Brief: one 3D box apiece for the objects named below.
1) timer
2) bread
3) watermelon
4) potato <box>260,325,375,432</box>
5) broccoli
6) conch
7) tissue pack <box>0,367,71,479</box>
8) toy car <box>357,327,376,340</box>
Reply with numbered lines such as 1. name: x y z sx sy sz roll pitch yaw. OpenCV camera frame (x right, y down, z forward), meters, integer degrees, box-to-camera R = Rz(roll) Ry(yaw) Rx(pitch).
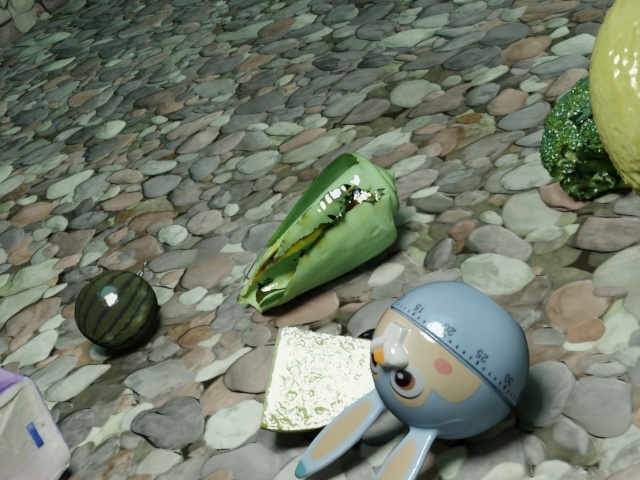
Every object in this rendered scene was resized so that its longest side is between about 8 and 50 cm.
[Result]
1. timer: 0.087 0.142 1.077 0.255 0.175 0.175 -30 30 -18
2. bread: 0.452 -0.171 1.233 0.237 0.320 0.320 6 39 44
3. watermelon: -0.264 0.082 1.460 0.105 0.105 0.133 12 61 45
4. potato: 0.016 0.168 1.201 0.149 0.081 0.120 7 67 14
5. broccoli: 0.360 -0.138 1.382 0.195 0.195 0.156 -36 52 -25
6. conch: 0.005 -0.011 1.414 0.251 0.137 0.143 -36 33 -25
7. tissue pack: -0.487 0.250 1.273 0.338 0.160 0.242 8 39 43
8. toy car: 0.083 0.122 1.252 0.093 0.025 0.041 8 38 37
